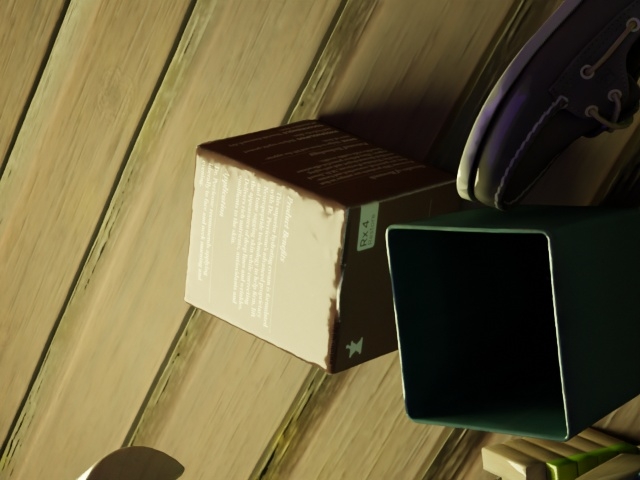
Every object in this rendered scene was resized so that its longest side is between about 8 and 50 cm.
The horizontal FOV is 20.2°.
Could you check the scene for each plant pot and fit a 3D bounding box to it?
[{"bbox_3d":[0.200,0.047,1.487,0.165,0.234,0.165,3,104,44],"label":"plant pot"}]

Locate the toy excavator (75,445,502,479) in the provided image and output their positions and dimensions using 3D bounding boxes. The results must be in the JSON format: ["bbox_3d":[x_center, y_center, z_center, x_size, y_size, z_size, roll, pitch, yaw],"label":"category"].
[{"bbox_3d":[0.024,0.338,1.589,0.222,0.445,0.433,-42,73,41],"label":"toy excavator"}]

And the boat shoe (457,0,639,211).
[{"bbox_3d":[0.223,-0.143,1.434,0.091,0.109,0.305,36,92,20],"label":"boat shoe"}]

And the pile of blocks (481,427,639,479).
[{"bbox_3d":[0.297,0.238,1.509,0.362,0.149,0.113,1,102,43],"label":"pile of blocks"}]

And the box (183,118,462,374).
[{"bbox_3d":[0.000,0.000,1.713,0.203,0.167,0.168,24,117,37],"label":"box"}]
